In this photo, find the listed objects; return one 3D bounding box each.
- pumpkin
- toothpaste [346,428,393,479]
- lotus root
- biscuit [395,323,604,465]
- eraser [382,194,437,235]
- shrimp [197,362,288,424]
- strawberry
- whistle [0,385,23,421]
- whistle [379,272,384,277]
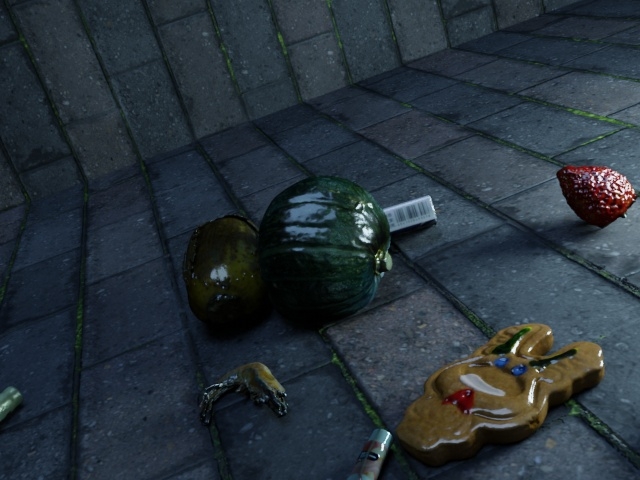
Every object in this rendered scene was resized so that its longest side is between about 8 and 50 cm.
[{"bbox_3d":[0.000,0.000,1.507,0.263,0.197,0.293,1,60,19],"label":"pumpkin"},{"bbox_3d":[0.049,0.343,1.029,0.056,0.036,0.205,-2,31,30],"label":"toothpaste"},{"bbox_3d":[-0.208,0.061,1.698,0.196,0.179,0.397,-3,26,-6],"label":"lotus root"},{"bbox_3d":[0.262,0.222,1.130,0.334,0.047,0.202,-28,25,-21],"label":"biscuit"},{"bbox_3d":[0.157,-0.040,1.732,0.210,0.068,0.124,-16,-4,4],"label":"eraser"},{"bbox_3d":[-0.140,0.273,1.309,0.152,0.046,0.219,-26,20,-21],"label":"shrimp"},{"bbox_3d":[0.554,-0.101,1.517,0.131,0.148,0.131,-34,-3,-2],"label":"strawberry"},{"bbox_3d":[-0.687,0.375,1.466,0.126,0.067,0.258,-3,24,29],"label":"whistle"},{"bbox_3d":[0.015,0.064,1.639,0.269,0.093,0.180,1,33,25],"label":"whistle"}]
